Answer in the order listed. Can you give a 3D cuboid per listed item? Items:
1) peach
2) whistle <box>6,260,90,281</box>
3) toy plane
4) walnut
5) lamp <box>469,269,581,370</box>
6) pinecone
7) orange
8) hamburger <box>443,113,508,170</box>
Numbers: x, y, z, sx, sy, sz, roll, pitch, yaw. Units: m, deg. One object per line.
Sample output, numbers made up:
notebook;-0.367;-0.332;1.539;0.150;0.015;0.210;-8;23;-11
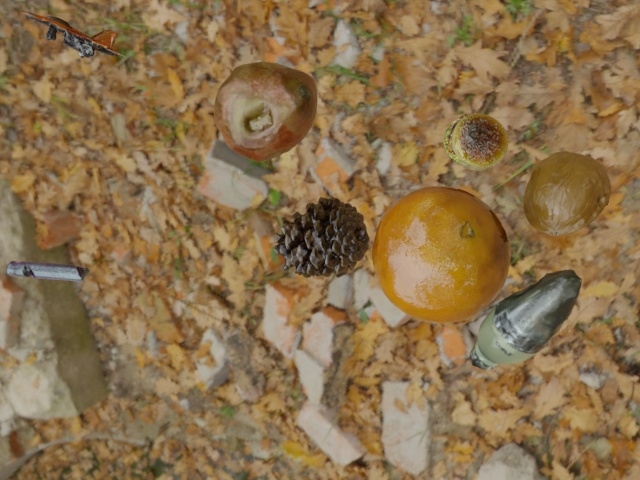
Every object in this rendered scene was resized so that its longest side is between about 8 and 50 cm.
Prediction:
peach;-0.111;-0.289;1.639;0.235;0.214;0.214;-17;93;39
whistle;-0.532;0.059;1.484;0.176;0.033;0.033;3;104;16
toy plane;-0.461;-0.375;1.413;0.135;0.188;0.062;22;104;54
walnut;0.483;-0.112;1.506;0.167;0.211;0.087;4;139;26
lamp;0.312;0.126;1.171;0.101;0.101;0.250;48;138;13
pinecone;0.005;0.001;1.688;0.204;0.184;0.179;-20;56;42
orange;0.226;0.026;1.430;0.261;0.261;0.261;9;107;30
hamburger;0.346;-0.220;1.692;0.141;0.081;0.127;26;82;11
